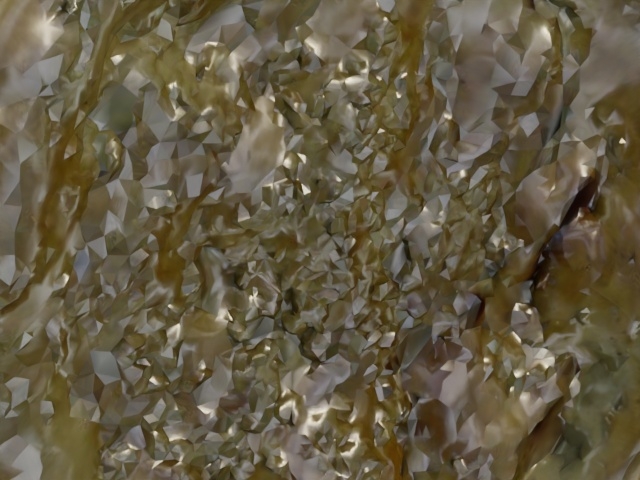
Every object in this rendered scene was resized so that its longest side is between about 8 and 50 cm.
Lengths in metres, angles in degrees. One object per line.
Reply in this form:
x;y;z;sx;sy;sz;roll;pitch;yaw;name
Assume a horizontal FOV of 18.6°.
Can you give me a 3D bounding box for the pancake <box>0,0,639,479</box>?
0.000;0.000;0.726;0.382;0.071;0.382;-11;114;-27;pancake
